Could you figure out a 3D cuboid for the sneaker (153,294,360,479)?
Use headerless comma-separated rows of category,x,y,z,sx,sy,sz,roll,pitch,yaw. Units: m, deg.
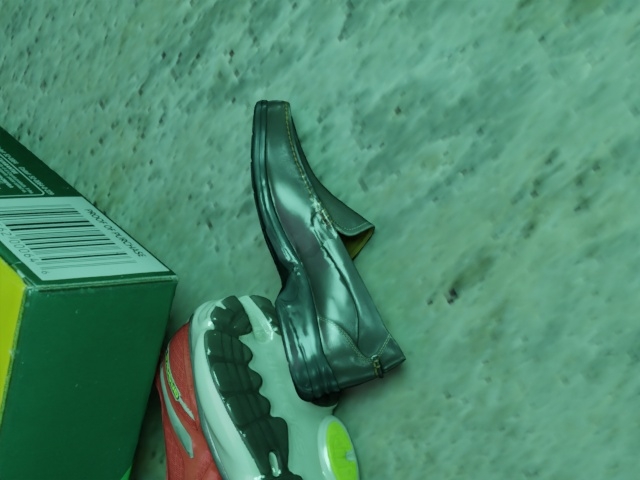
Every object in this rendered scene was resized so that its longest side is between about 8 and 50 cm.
sneaker,-0.028,0.171,0.689,0.118,0.107,0.279,-33,66,47

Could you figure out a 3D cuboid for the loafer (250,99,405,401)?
loafer,0.000,0.000,0.666,0.061,0.062,0.170,-13,78,1

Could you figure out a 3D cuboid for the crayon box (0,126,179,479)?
crayon box,-0.261,0.086,0.821,0.363,0.106,0.313,35,118,42
